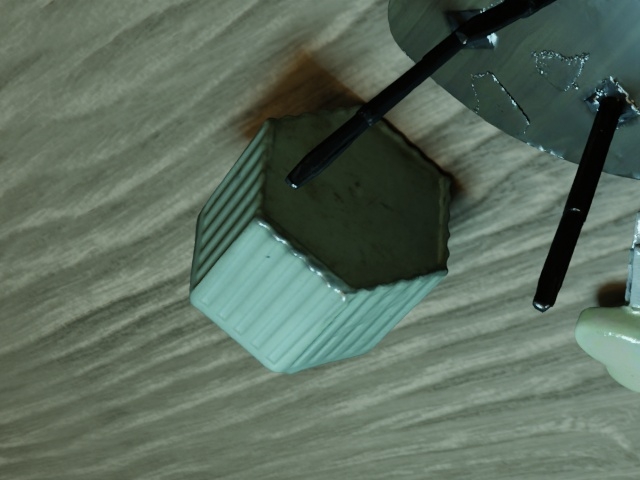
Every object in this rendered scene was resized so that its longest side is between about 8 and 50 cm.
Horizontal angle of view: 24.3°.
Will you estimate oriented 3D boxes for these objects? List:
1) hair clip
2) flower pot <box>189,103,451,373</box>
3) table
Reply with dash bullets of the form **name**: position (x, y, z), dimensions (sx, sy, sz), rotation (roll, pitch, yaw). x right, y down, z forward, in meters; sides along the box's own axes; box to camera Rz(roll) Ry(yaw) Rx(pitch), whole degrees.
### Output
- **hair clip**: position (0.329, 0.077, 1.437), dimensions (0.159, 0.071, 0.218), rotation (19, 140, 22)
- **flower pot**: position (0.000, 0.000, 1.514), dimensions (0.189, 0.239, 0.209), rotation (-49, 59, 50)
- **table**: position (0.162, -0.106, 1.251), dimensions (0.317, 0.249, 0.317), rotation (22, 137, 22)
